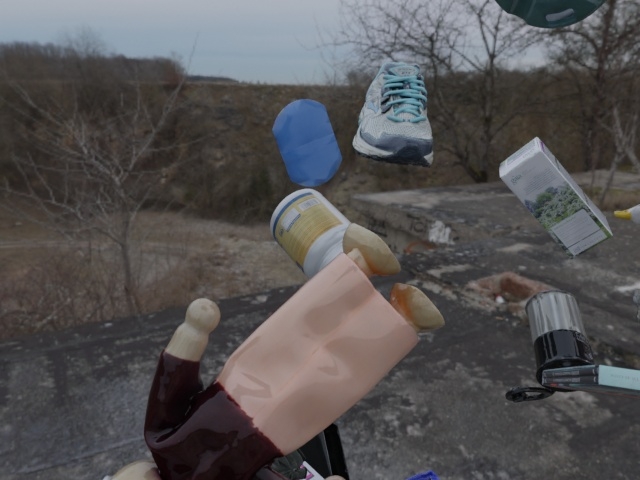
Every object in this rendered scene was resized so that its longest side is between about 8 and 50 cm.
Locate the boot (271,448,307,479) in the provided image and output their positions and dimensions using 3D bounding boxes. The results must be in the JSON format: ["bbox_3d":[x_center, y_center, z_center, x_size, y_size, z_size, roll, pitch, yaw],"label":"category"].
[{"bbox_3d":[-0.121,0.465,1.102,0.161,0.247,0.083,-25,41,-13],"label":"boot"}]

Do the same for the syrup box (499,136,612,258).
[{"bbox_3d":[0.479,-0.087,1.055,0.237,0.093,0.096,46,32,-7],"label":"syrup box"}]

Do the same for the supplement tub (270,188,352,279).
[{"bbox_3d":[0.000,0.000,1.078,0.144,0.145,0.200,-8,41,-39],"label":"supplement tub"}]

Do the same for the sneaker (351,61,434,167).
[{"bbox_3d":[0.106,-0.196,0.756,0.109,0.122,0.283,8,28,-6],"label":"sneaker"}]

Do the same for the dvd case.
[{"bbox_3d":[0.197,0.091,0.319,0.087,0.013,0.119,6,-13,12],"label":"dvd case"}]

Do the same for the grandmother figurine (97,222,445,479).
[{"bbox_3d":[-0.055,0.147,0.426,0.342,0.208,0.104,-38,-8,-10],"label":"grandmother figurine"}]

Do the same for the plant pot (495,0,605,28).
[{"bbox_3d":[0.489,-0.592,0.940,0.334,0.341,0.341,-48,38,-18],"label":"plant pot"}]

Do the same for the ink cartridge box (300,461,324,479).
[{"bbox_3d":[-0.079,0.613,1.259,0.370,0.176,0.069,28,23,34],"label":"ink cartridge box"}]

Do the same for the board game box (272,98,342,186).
[{"bbox_3d":[-0.032,-0.190,1.018,0.133,0.169,0.033,-30,19,-29],"label":"board game box"}]

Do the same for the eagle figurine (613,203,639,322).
[{"bbox_3d":[0.464,-0.024,0.590,0.226,0.225,0.298,45,38,-8],"label":"eagle figurine"}]

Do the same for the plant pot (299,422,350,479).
[{"bbox_3d":[-0.030,0.644,1.511,0.166,0.188,0.187,-19,-31,9],"label":"plant pot"}]

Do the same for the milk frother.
[{"bbox_3d":[0.352,0.176,0.814,0.143,0.129,0.135,-18,35,27],"label":"milk frother"}]

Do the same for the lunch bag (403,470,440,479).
[{"bbox_3d":[0.100,0.637,0.887,0.385,0.328,0.238,6,16,-41],"label":"lunch bag"}]
